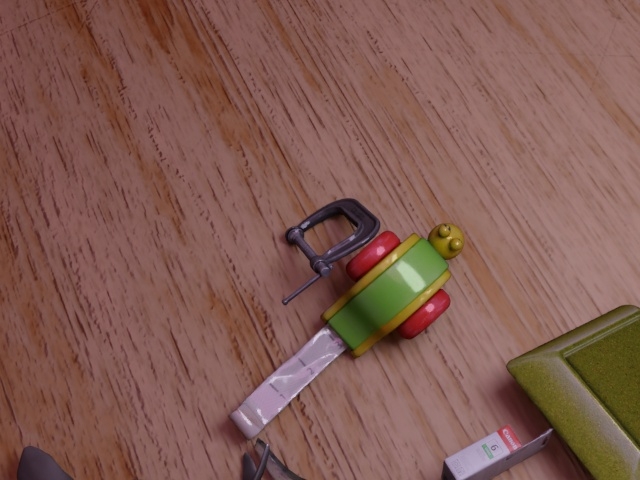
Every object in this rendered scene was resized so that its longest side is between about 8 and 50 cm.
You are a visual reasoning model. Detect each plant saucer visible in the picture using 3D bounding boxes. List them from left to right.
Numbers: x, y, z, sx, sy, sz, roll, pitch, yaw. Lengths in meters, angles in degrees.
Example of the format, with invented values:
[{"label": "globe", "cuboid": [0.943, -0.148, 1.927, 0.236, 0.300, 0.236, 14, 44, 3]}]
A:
[{"label": "plant saucer", "cuboid": [0.319, 0.153, 1.029, 0.188, 0.045, 0.188, -20, 59, -29]}]

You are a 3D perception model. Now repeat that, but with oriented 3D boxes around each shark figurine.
[{"label": "shark figurine", "cuboid": [-0.186, 0.277, 1.003, 0.278, 0.116, 0.166, -2, 62, 7]}]

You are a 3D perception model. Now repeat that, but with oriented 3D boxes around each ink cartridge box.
[{"label": "ink cartridge box", "cuboid": [0.179, 0.217, 1.029, 0.115, 0.063, 0.029, -27, 62, -11]}]

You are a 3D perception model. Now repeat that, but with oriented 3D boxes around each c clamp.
[{"label": "c clamp", "cuboid": [0.000, 0.000, 1.151, 0.137, 0.022, 0.161, -31, 24, 1]}]

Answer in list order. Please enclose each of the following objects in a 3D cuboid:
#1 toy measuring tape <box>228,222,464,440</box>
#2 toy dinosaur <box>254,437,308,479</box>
[{"label": "toy measuring tape", "cuboid": [0.039, 0.087, 1.081, 0.330, 0.121, 0.121, -40, 64, -17]}, {"label": "toy dinosaur", "cuboid": [0.041, 0.284, 1.006, 0.268, 0.064, 0.118, 12, 46, 15]}]
